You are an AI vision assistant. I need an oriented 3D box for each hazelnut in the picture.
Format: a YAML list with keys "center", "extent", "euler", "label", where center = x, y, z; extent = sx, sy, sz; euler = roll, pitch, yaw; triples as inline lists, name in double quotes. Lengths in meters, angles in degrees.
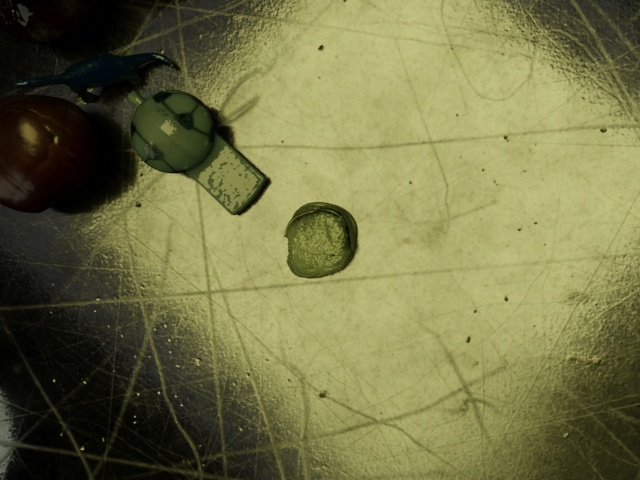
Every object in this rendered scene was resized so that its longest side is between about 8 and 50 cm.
- center: [-0.524, -0.162, 1.468]
  extent: [0.229, 0.229, 0.229]
  euler: [0, 91, 8]
  label: "hazelnut"

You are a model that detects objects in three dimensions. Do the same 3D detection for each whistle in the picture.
- center: [-0.239, -0.172, 1.459]
  extent: [0.289, 0.163, 0.163]
  euler: [42, 96, 6]
  label: "whistle"

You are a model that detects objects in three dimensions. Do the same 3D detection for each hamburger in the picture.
- center: [0.000, 0.000, 1.475]
  extent: [0.133, 0.062, 0.140]
  euler: [5, 94, 9]
  label: "hamburger"

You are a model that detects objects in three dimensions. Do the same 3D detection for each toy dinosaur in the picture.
- center: [-0.402, -0.307, 1.465]
  extent: [0.247, 0.188, 0.075]
  euler: [-13, 94, 6]
  label: "toy dinosaur"

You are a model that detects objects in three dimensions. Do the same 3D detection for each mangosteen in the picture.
- center: [-0.499, -0.501, 1.478]
  extent: [0.231, 0.231, 0.289]
  euler: [19, 61, 7]
  label: "mangosteen"
